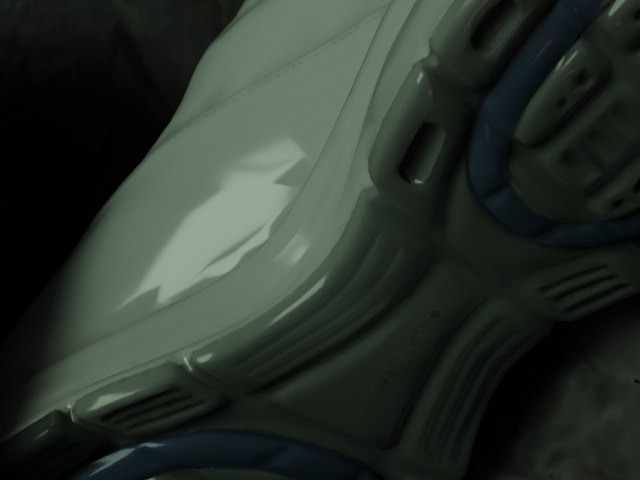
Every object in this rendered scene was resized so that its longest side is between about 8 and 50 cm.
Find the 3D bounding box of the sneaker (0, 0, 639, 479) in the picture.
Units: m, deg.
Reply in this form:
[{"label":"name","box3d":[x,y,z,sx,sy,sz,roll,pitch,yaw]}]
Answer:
[{"label":"sneaker","box3d":[0.000,0.000,0.406,0.297,0.111,0.129,-44,33,20]}]
